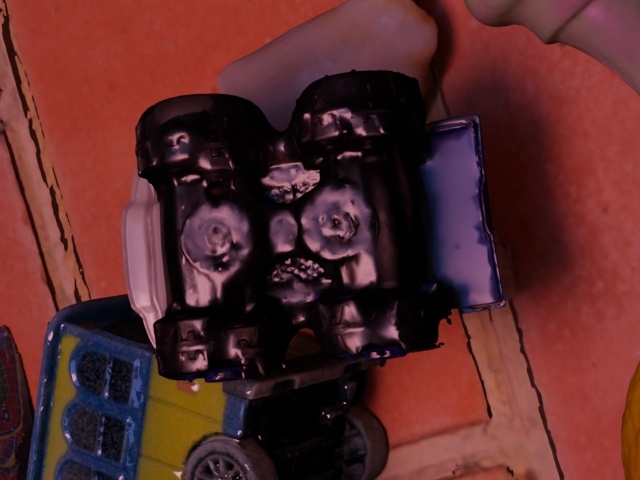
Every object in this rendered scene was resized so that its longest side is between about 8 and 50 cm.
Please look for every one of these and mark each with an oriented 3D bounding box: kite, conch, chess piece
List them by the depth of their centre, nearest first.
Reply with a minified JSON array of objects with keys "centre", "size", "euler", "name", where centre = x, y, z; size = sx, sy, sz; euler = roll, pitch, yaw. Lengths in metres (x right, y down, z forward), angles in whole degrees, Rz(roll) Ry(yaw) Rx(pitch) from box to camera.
[{"centre":[0.192,-0.082,0.934],"size":[0.139,0.139,0.272],"euler":[-38,83,32],"name":"chess piece"},{"centre":[0.006,-0.091,1.096],"size":[0.176,0.094,0.104],"euler":[-34,58,5],"name":"conch"},{"centre":[-0.233,0.211,1.315],"size":[0.152,0.015,0.285],"euler":[-37,72,32],"name":"kite"}]

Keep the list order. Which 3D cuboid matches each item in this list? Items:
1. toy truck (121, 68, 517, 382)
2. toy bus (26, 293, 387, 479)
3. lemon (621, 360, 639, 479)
[{"centre":[0.000,0.000,1.013],"size":[0.213,0.177,0.161],"euler":[-8,81,15],"name":"toy truck"},{"centre":[-0.086,0.203,1.126],"size":[0.190,0.152,0.312],"euler":[16,103,31],"name":"toy bus"},{"centre":[0.278,0.082,0.798],"size":[0.320,0.245,0.245],"euler":[-41,70,24],"name":"lemon"}]
